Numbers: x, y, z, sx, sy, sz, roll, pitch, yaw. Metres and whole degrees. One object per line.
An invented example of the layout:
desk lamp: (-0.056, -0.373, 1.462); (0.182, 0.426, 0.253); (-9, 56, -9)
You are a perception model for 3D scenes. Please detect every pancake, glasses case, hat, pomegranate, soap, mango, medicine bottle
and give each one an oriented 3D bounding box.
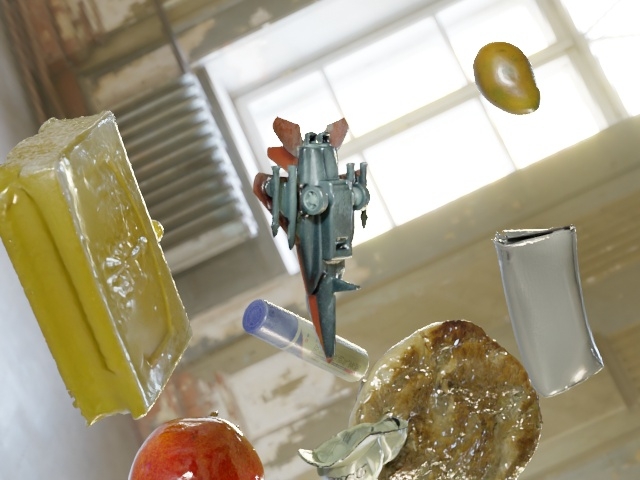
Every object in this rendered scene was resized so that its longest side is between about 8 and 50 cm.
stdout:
pancake: (0.180, 0.286, 1.637); (0.065, 0.356, 0.356); (23, -34, 55)
glasses case: (0.364, 0.100, 1.744); (0.083, 0.128, 0.308); (-95, 168, -61)
hat: (0.048, 0.273, 1.383); (0.166, 0.122, 0.081); (24, 49, -71)
pomegranate: (-0.197, 0.384, 1.794); (0.221, 0.221, 0.256); (63, 21, -24)
soap: (-0.253, 0.027, 1.238); (0.199, 0.091, 0.315); (-68, 145, -63)
mango: (0.353, -0.307, 2.085); (0.089, 0.111, 0.163); (50, 25, -65)
medicine bottle: (-0.020, 0.157, 1.699); (0.231, 0.059, 0.059); (30, 27, -38)

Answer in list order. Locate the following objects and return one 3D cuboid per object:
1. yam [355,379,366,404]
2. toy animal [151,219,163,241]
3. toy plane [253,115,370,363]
yam: (0.090, 0.283, 1.694); (0.084, 0.084, 0.127); (-1, 99, -85)
toy animal: (-0.371, 0.026, 1.942); (0.149, 0.165, 0.248); (30, 53, -11)
toy plane: (0.005, -0.001, 1.439); (0.223, 0.104, 0.326); (-6, 85, -48)
